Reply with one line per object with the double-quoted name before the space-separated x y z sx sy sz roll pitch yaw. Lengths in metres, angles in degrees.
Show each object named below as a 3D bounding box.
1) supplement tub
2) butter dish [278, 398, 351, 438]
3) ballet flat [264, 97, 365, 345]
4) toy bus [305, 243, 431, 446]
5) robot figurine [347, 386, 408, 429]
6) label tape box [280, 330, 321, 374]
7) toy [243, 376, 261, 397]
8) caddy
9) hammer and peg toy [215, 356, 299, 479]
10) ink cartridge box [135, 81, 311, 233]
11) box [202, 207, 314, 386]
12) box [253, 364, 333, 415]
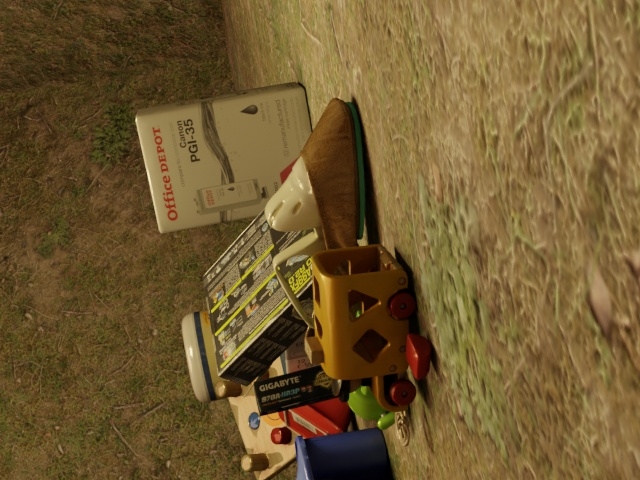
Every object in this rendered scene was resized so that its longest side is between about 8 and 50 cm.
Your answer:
"supplement tub" -0.170 0.264 2.351 0.228 0.316 0.228 169 90 -84
"butter dish" 0.005 0.319 1.819 0.160 0.118 0.160 31 153 20
"ballet flat" 0.000 0.000 1.152 0.116 0.124 0.342 -111 12 -60
"toy bus" 0.038 0.105 1.001 0.191 0.105 0.202 104 158 -61
"robot figurine" 0.064 0.176 1.144 0.115 0.067 0.101 89 157 -61
"label tape box" -0.041 0.117 1.866 0.347 0.115 0.249 91 167 -53
"toy" -0.066 0.136 1.567 0.237 0.056 0.137 -55 -6 17
"caddy" 0.029 0.442 1.440 0.241 0.179 0.341 -107 8 -51
"hammer and peg toy" -0.080 0.406 2.038 0.266 0.127 0.361 -42 57 32
"ink cartridge box" -0.155 -0.140 1.605 0.117 0.283 0.207 -121 20 -74
"box" -0.070 0.057 1.443 0.270 0.060 0.216 -46 39 26
"box" -0.018 0.234 1.511 0.220 0.175 0.051 105 152 -78
